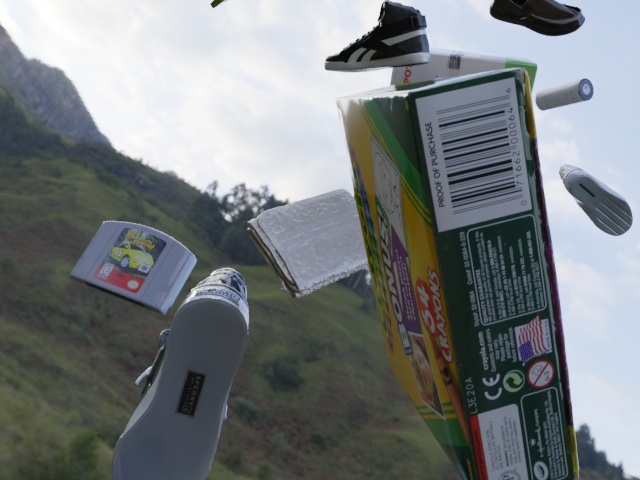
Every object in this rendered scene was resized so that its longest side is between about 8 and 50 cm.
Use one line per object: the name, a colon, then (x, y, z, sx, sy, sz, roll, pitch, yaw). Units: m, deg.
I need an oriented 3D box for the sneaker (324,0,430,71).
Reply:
sneaker: (0.103, -0.379, 1.210, 0.216, 0.079, 0.121, 3, -79, 33)

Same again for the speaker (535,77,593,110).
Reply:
speaker: (0.598, -0.358, 1.607, 0.055, 0.055, 0.136, 40, -19, -22)

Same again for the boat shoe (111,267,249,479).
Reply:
boat shoe: (-0.158, 0.172, 0.759, 0.113, 0.306, 0.105, 16, 20, -5)

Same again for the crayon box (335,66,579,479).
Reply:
crayon box: (0.122, 0.021, 0.675, 0.313, 0.106, 0.363, -132, -150, -75)

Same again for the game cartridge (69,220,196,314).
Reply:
game cartridge: (-0.475, 0.057, 1.667, 0.294, 0.196, 0.060, 17, -28, 19)

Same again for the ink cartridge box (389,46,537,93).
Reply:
ink cartridge box: (0.270, -0.278, 1.314, 0.272, 0.115, 0.199, 8, -67, 2)

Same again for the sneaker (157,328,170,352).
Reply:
sneaker: (-0.293, 0.242, 1.301, 0.058, 0.052, 0.135, -14, -92, 58)

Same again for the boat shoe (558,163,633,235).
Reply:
boat shoe: (0.604, -0.097, 1.426, 0.083, 0.076, 0.226, -40, -57, 19)

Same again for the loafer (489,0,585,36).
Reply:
loafer: (0.495, -0.531, 1.494, 0.220, 0.080, 0.078, 19, -29, 20)

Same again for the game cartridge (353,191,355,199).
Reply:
game cartridge: (0.102, -0.101, 1.457, 0.055, 0.083, 0.017, 1, -24, 3)

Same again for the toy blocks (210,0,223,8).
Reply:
toy blocks: (-0.121, -0.627, 1.171, 0.261, 0.381, 0.190, 56, -20, -20)

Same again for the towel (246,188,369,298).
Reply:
towel: (0.000, 0.000, 1.313, 0.187, 0.282, 0.049, 56, -41, 18)
